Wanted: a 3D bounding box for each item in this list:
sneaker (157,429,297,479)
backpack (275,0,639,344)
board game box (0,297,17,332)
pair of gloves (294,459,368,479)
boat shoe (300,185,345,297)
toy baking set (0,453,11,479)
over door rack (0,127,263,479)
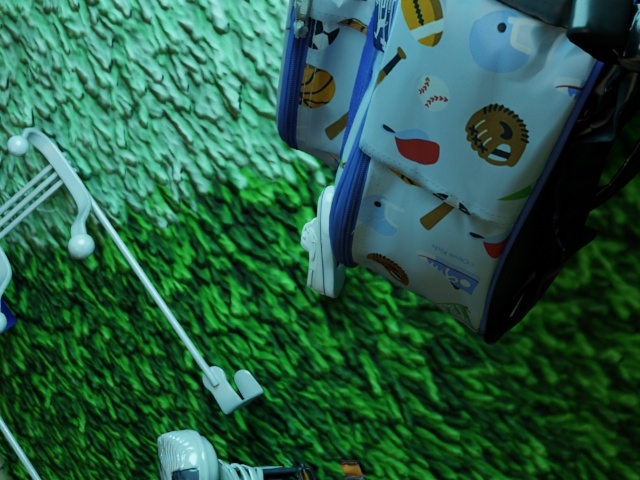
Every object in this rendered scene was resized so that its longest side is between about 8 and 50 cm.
[{"bbox_3d":[-0.063,0.228,0.834,0.153,0.094,0.235,-6,140,-13],"label":"sneaker"},{"bbox_3d":[0.094,-0.089,0.519,0.213,0.276,0.263,26,132,22],"label":"backpack"},{"bbox_3d":[-0.514,0.007,0.965,0.233,0.078,0.347,-31,99,11],"label":"board game box"},{"bbox_3d":[0.016,0.240,0.887,0.083,0.010,0.074,-13,106,33],"label":"pair of gloves"},{"bbox_3d":[0.000,0.000,0.753,0.035,0.035,0.100,13,128,20],"label":"boat shoe"},{"bbox_3d":[-0.456,0.280,1.172,0.196,0.030,0.256,-29,99,40],"label":"toy baking set"},{"bbox_3d":[-0.245,0.096,0.851,0.239,0.108,0.324,-38,93,16],"label":"over door rack"}]
